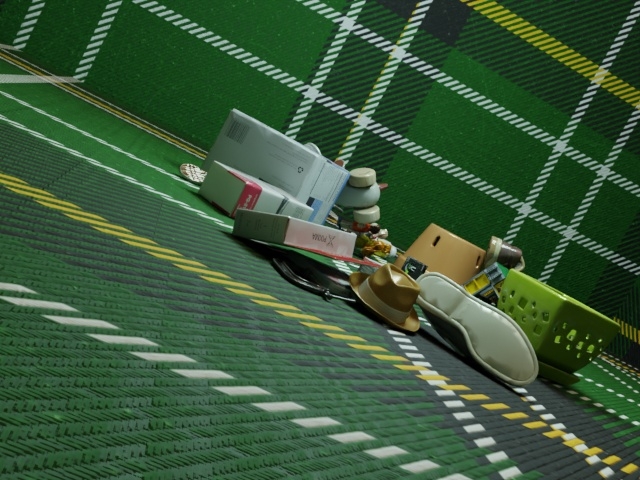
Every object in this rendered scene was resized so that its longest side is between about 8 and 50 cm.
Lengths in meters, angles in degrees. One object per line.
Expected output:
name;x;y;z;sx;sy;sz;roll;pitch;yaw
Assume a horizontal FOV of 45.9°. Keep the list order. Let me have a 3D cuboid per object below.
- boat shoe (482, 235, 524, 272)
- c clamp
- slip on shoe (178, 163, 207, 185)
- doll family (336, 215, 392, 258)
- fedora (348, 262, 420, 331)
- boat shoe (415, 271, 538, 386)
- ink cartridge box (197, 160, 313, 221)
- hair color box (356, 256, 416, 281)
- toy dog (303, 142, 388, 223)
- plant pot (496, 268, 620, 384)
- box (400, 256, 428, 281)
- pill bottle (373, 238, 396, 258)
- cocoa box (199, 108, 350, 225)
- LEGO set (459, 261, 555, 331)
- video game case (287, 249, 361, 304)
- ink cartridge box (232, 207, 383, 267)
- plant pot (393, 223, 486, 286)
boat shoe;0.579;0.077;2.381;0.123;0.123;0.342;13;-16;13
c clamp;-0.024;0.078;1.472;0.137;0.022;0.161;18;12;-31
slip on shoe;-0.337;-0.175;2.099;0.135;0.051;0.041;12;-25;-39
doll family;0.147;0.004;2.457;0.163;0.118;0.263;11;-2;14
fedora;0.147;0.102;1.547;0.194;0.079;0.194;31;19;-12
boat shoe;0.323;0.193;1.587;0.319;0.116;0.099;42;-17;29
ink cartridge box;-0.164;-0.099;1.931;0.237;0.100;0.172;21;9;-43
hair color box;0.187;0.105;1.990;0.167;0.053;0.093;22;9;-37
toy dog;0.077;-0.172;2.387;0.334;0.220;0.161;33;36;27
plant pot;0.574;0.229;1.928;0.228;0.207;0.227;25;7;-29
box;0.274;0.098;2.276;0.062;0.083;0.052;30;5;19
pill bottle;0.216;0.025;2.720;0.116;0.065;0.065;23;7;-33
cocoa box;-0.135;-0.197;2.246;0.347;0.231;0.228;31;7;28
LEGO set;0.532;0.219;2.244;0.331;0.192;0.254;13;45;-60
video game case;0.043;0.089;1.632;0.183;0.023;0.201;24;8;-33
ink cartridge box;0.000;0.000;1.636;0.261;0.066;0.296;11;-1;31
plant pot;0.401;0.078;2.451;0.291;0.203;0.291;28;5;-3
